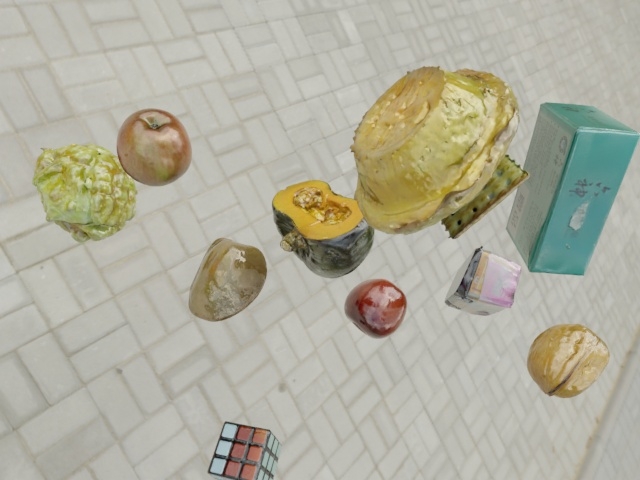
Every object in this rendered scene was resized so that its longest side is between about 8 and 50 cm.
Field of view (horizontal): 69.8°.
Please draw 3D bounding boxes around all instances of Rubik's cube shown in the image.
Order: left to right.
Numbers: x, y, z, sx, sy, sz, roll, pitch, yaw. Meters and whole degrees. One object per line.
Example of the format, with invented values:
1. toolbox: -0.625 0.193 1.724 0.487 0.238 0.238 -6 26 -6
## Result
1. Rubik's cube: -0.230 0.677 1.422 0.162 0.161 0.163 74 25 -50

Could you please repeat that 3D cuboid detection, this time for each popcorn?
1. popcorn: -0.737 -0.165 1.449 0.274 0.279 0.335 -30 105 -51

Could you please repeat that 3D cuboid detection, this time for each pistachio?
1. pistachio: -0.275 0.125 1.356 0.260 0.213 0.163 -65 153 -1

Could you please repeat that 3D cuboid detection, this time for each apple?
1. apple: -0.428 -0.241 1.185 0.188 0.174 0.188 9 53 -12
2. apple: 0.202 0.246 1.667 0.218 0.218 0.201 43 74 -20

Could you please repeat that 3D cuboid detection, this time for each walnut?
1. walnut: 0.540 0.265 1.016 0.180 0.144 0.144 -47 108 -13

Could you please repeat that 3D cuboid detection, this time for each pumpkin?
1. pumpkin: 0.000 0.000 1.250 0.242 0.325 0.232 -26 127 -20

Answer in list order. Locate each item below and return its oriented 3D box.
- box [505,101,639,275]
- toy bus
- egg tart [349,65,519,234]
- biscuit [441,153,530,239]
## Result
1. box: 0.394 -0.083 0.747 0.092 0.244 0.153 5 32 3
2. toy bus: 0.525 0.159 1.504 0.162 0.386 0.171 24 81 13
3. egg tart: 0.137 -0.140 0.646 0.118 0.288 0.288 36 60 -31
4. biscuit: 0.205 -0.114 0.710 0.016 0.139 0.231 31 24 -36
